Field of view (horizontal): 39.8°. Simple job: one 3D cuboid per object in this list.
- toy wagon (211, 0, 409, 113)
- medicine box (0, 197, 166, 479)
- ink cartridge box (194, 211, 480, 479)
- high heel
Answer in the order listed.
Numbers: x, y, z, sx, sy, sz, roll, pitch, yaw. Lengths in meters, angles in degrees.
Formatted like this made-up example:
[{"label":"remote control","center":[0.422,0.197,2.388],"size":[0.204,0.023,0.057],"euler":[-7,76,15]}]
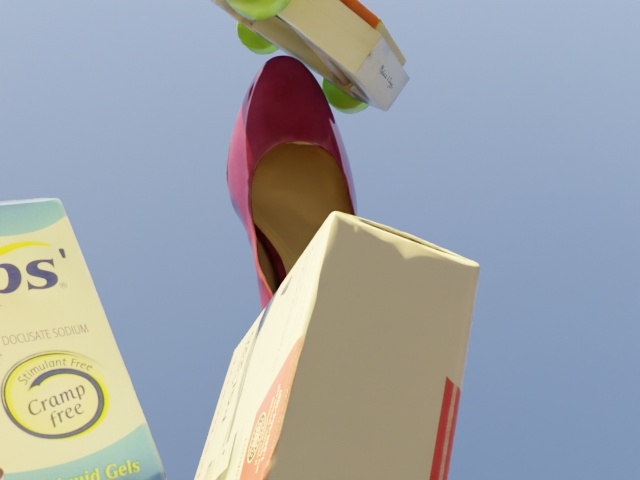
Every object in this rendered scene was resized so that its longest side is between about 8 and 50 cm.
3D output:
[{"label":"toy wagon","center":[-0.078,-0.233,0.796],"size":[0.344,0.267,0.068],"euler":[37,-86,19]},{"label":"medicine box","center":[-0.297,0.125,0.668],"size":[0.263,0.149,0.289],"euler":[-7,-127,-33]},{"label":"ink cartridge box","center":[-0.005,0.107,0.511],"size":[0.092,0.218,0.158],"euler":[20,-122,-8]},{"label":"high heel","center":[0.000,0.000,0.768],"size":[0.127,0.181,0.377],"euler":[-6,-98,-17]}]
